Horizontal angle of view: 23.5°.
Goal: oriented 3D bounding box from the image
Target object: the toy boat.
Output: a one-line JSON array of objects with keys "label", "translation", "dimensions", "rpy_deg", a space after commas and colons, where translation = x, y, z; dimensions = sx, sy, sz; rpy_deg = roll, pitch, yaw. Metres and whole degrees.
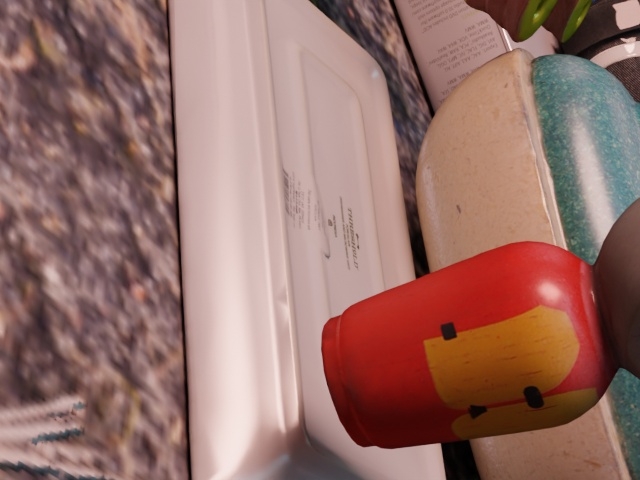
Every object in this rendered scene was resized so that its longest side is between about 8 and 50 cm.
[{"label": "toy boat", "translation": [0.115, 0.039, 0.576], "dimensions": [0.318, 0.148, 0.267], "rpy_deg": [17, 58, -71]}]

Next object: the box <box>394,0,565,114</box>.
[{"label": "box", "translation": [0.122, -0.107, 0.879], "dimensions": [0.232, 0.058, 0.322], "rpy_deg": [2, 67, -61]}]

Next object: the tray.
[{"label": "tray", "translation": [0.000, 0.000, 0.593], "dimensions": [0.145, 0.030, 0.270], "rpy_deg": [34, 39, -45]}]

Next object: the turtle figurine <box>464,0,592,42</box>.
[{"label": "turtle figurine", "translation": [0.017, -0.165, 0.663], "dimensions": [0.217, 0.087, 0.269], "rpy_deg": [36, 4, 16]}]

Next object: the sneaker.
[{"label": "sneaker", "translation": [0.210, -0.111, 0.882], "dimensions": [0.217, 0.079, 0.121], "rpy_deg": [-7, 74, -57]}]
